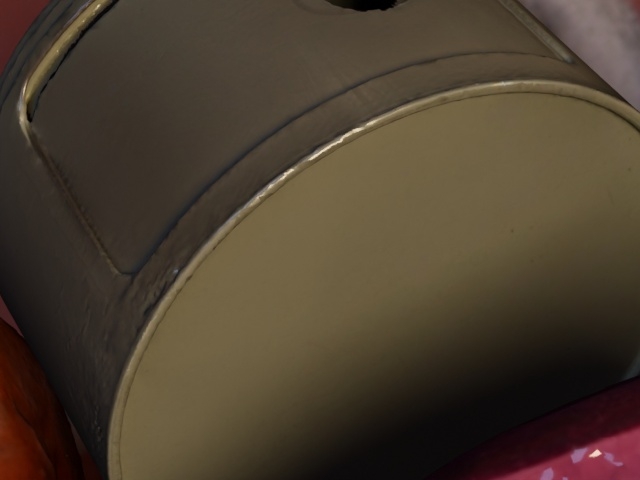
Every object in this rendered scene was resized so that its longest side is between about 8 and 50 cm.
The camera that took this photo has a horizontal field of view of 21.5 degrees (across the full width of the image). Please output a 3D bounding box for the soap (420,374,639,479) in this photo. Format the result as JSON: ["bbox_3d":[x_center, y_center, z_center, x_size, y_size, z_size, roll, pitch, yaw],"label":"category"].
[{"bbox_3d":[0.073,0.160,0.485,0.325,0.220,0.127,-41,44,17],"label":"soap"}]

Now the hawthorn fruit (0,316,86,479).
[{"bbox_3d":[-0.174,0.126,0.701,0.179,0.179,0.200,-41,60,6],"label":"hawthorn fruit"}]

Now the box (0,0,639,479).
[{"bbox_3d":[0.000,0.000,0.619,0.226,0.226,0.149,-42,48,4],"label":"box"}]
